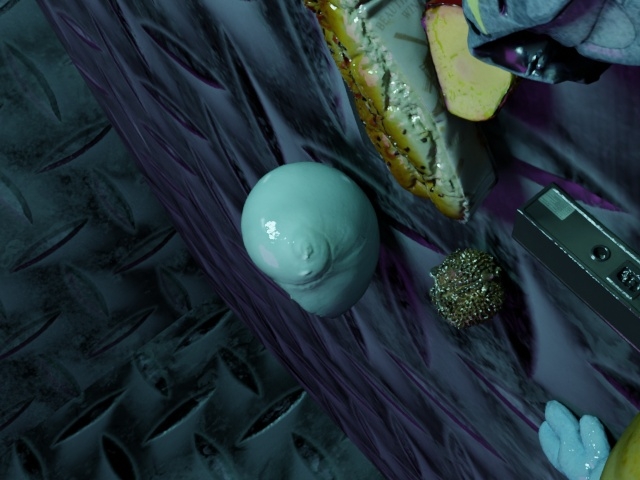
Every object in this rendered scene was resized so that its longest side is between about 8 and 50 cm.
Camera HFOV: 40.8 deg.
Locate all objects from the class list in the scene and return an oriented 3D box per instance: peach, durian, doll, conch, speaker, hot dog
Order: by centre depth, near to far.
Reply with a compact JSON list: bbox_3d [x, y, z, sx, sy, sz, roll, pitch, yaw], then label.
[{"bbox_3d":[0.104,-0.129,0.590,0.083,0.050,0.077,41,143,9],"label":"peach"},{"bbox_3d":[0.225,0.037,0.635,0.191,0.040,0.046,47,163,25],"label":"speaker"},{"bbox_3d":[0.059,-0.125,0.669,0.268,0.075,0.144,56,178,-30],"label":"hot dog"},{"bbox_3d":[0.147,0.047,0.850,0.080,0.080,0.091,53,156,-3],"label":"durian"},{"bbox_3d":[0.291,0.239,0.889,0.179,0.075,0.120,-109,21,-62],"label":"doll"},{"bbox_3d":[0.003,0.000,1.026,0.121,0.185,0.221,2,176,38],"label":"conch"}]

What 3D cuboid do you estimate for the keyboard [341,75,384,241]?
[{"bbox_3d":[0.053,-0.124,0.832,0.103,0.041,0.381,43,158,37],"label":"keyboard"}]

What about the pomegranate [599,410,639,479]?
[{"bbox_3d":[0.258,0.170,0.458,0.233,0.233,0.233,49,166,16],"label":"pomegranate"}]

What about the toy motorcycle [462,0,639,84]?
[{"bbox_3d":[0.130,-0.140,0.379,0.173,0.108,0.307,49,169,-27],"label":"toy motorcycle"}]
